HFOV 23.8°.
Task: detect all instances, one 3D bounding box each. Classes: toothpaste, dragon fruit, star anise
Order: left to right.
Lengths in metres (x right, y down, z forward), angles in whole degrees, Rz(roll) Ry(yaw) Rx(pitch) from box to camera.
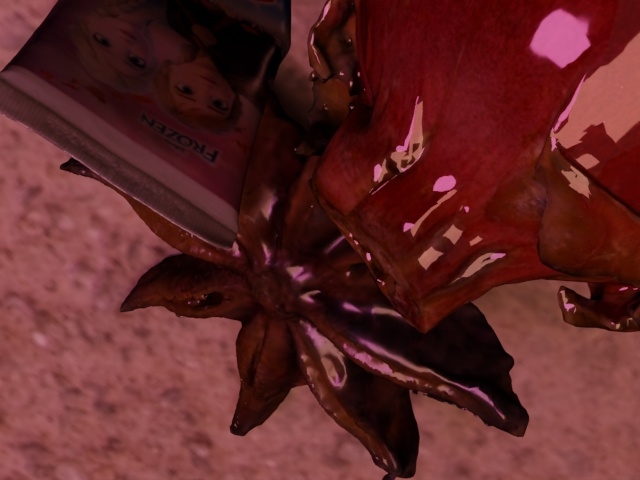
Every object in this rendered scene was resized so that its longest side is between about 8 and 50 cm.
[{"bbox_3d":[-0.055,-0.090,0.604,0.096,0.266,0.061,32,119,-13],"label":"toothpaste"},{"bbox_3d":[0.000,0.000,0.753,0.272,0.102,0.272,21,132,25],"label":"star anise"},{"bbox_3d":[0.132,-0.104,0.579,0.315,0.250,0.250,-18,116,-4],"label":"dragon fruit"}]
